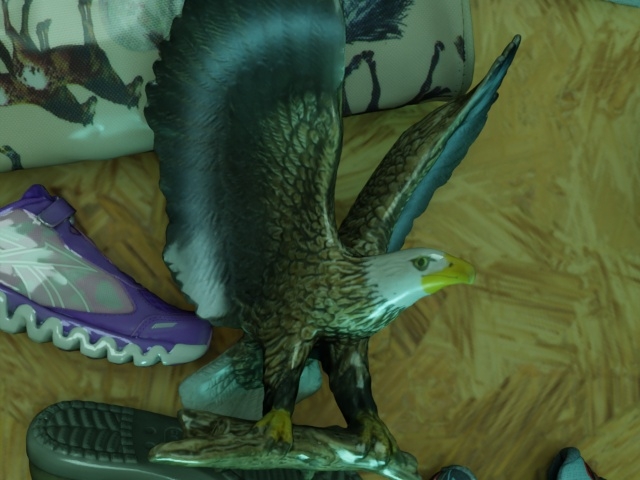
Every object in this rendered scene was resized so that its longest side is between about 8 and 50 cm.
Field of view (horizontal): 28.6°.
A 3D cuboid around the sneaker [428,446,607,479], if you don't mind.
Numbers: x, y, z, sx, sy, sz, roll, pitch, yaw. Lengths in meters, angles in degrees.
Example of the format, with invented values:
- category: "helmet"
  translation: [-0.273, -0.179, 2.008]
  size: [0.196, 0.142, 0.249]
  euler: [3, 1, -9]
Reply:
- category: "sneaker"
  translation: [0.196, 0.212, 0.896]
  size: [0.262, 0.104, 0.125]
  euler: [7, 82, -7]

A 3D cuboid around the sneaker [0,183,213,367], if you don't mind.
- category: "sneaker"
  translation: [-0.183, 0.019, 0.865]
  size: [0.236, 0.095, 0.104]
  euler: [17, 85, -5]

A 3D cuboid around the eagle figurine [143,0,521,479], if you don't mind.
- category: "eagle figurine"
  translation: [0.010, 0.000, 0.791]
  size: [0.225, 0.226, 0.298]
  euler: [0, 77, 12]

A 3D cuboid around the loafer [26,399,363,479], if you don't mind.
- category: "loafer"
  translation: [-0.084, 0.179, 0.880]
  size: [0.251, 0.094, 0.087]
  euler: [15, 117, -7]

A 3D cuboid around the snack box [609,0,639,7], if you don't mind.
- category: "snack box"
  translation: [0.170, -0.210, 0.948]
  size: [0.178, 0.064, 0.022]
  euler: [10, 85, -7]

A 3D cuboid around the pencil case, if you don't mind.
- category: "pencil case"
  translation: [-0.105, -0.155, 0.855]
  size: [0.410, 0.160, 0.183]
  euler: [-10, 119, -8]
